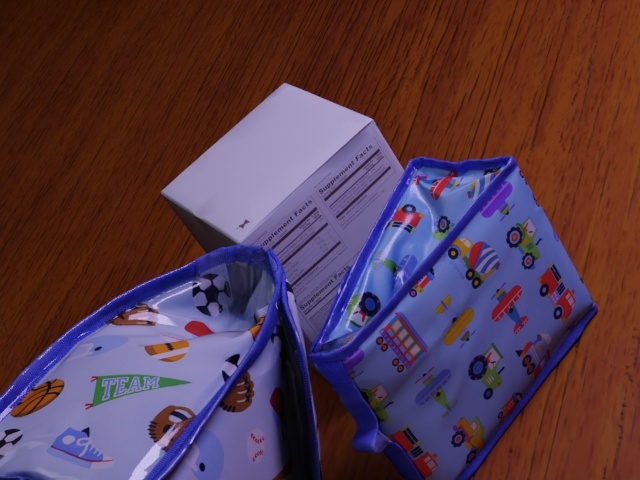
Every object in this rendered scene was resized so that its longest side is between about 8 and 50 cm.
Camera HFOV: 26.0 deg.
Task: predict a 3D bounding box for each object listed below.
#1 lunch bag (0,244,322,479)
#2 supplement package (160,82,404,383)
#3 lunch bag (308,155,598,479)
[{"bbox_3d":[-0.118,0.226,1.248,0.238,0.328,0.385,7,31,23],"label":"lunch bag"},{"bbox_3d":[0.000,0.000,1.557,0.198,0.263,0.199,-43,33,-12],"label":"supplement package"},{"bbox_3d":[0.121,0.096,1.362,0.138,0.221,0.293,2,47,44],"label":"lunch bag"}]
